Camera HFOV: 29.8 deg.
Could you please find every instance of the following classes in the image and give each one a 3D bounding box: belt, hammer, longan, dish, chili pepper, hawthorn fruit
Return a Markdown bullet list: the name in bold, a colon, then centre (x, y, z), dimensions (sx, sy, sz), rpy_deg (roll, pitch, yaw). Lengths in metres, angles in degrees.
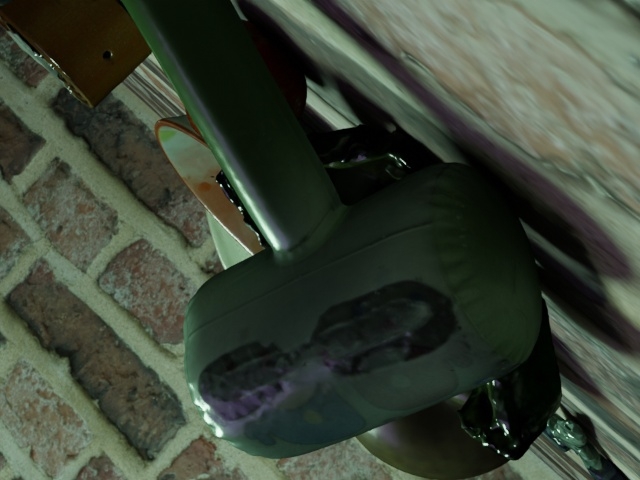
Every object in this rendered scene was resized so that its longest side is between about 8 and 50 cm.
- **belt**: centre (-0.333, -0.286, 1.554), dimensions (0.217, 0.122, 0.338), rpy_deg (47, 174, -26)
- **hammer**: centre (-0.032, -0.051, 0.646), dimensions (0.336, 0.206, 0.119), rpy_deg (61, -153, -7)
- **longan**: centre (0.107, 0.128, 1.042), dimensions (0.184, 0.159, 0.204), rpy_deg (0, 171, -10)
- **dish**: centre (-0.029, -0.040, 1.085), dimensions (0.260, 0.085, 0.260), rpy_deg (41, 168, 11)
- **chili pepper**: centre (0.059, 0.013, 0.779), dimensions (0.264, 0.116, 0.148), rpy_deg (41, -175, 12)
- **hawthorn fruit**: centre (-0.053, -0.107, 0.804), dimensions (0.093, 0.093, 0.093), rpy_deg (43, 177, 3)

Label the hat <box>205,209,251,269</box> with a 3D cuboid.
- **hat**: centre (-0.004, 0.006, 1.325), dimensions (0.258, 0.168, 0.301), rpy_deg (-24, 90, 62)

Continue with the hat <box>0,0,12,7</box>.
- **hat**: centre (-0.216, -0.227, 0.771), dimensions (0.265, 0.128, 0.265), rpy_deg (45, 180, 0)

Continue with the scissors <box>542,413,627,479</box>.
- **scissors**: centre (0.289, 0.230, 1.402), dimensions (0.256, 0.029, 0.383), rpy_deg (42, 179, 34)
